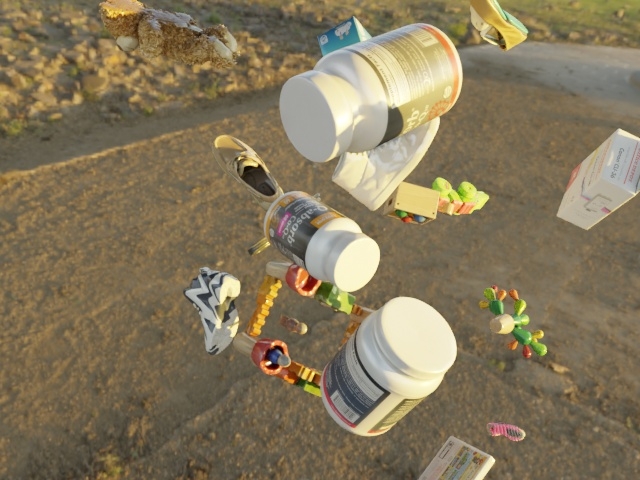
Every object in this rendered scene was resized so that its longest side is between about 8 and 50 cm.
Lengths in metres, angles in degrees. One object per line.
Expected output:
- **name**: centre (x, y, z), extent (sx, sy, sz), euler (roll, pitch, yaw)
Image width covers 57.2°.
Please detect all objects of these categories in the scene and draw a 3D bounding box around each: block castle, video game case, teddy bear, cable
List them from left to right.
- **teddy bear**: centre (-0.359, -0.482, 1.418), extent (0.337, 0.113, 0.245), euler (4, 39, -21)
- **cable**: centre (-0.114, -0.053, 1.872), extent (0.287, 0.072, 0.139), euler (-31, 3, 1)
- **block castle**: centre (0.014, 0.263, 1.600), extent (0.212, 0.303, 0.453), euler (14, -15, 47)
- **video game case**: centre (0.352, 0.660, 1.619), extent (0.227, 0.026, 0.206), euler (-48, 11, -14)

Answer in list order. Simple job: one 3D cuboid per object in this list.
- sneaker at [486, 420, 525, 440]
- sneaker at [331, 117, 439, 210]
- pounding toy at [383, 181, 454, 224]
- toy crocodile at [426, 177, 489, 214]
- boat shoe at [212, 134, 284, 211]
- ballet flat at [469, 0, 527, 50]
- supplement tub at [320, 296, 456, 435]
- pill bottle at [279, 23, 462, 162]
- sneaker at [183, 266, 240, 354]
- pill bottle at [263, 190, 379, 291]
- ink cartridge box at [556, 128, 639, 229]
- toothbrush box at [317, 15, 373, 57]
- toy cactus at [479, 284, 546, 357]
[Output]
- **sneaker**: centre (0.564, 0.568, 1.771), extent (0.057, 0.047, 0.119), euler (-4, 3, -45)
- **sneaker**: centre (0.149, -0.227, 1.462), extent (0.169, 0.293, 0.108), euler (32, 23, -14)
- **pounding toy**: centre (0.300, -0.090, 1.770), extent (0.205, 0.094, 0.181), euler (14, -10, -7)
- **toy crocodile**: centre (0.469, -0.142, 2.107), extent (0.340, 0.115, 0.105), euler (3, 49, -33)
- **boat shoe**: centre (-0.242, -0.245, 1.953), extent (0.121, 0.110, 0.341), euler (-42, 73, -10)
- **ballet flat**: centre (0.360, -0.458, 1.230), extent (0.232, 0.073, 0.080), euler (15, 46, -47)
- **supplement tub**: centre (0.132, 0.259, 1.198), extent (0.191, 0.272, 0.191), euler (17, 44, -17)
- **pill bottle**: centre (0.106, -0.304, 1.216), extent (0.362, 0.210, 0.210), euler (-30, 44, -31)
- **sneaker**: centre (-0.302, 0.178, 1.576), extent (0.153, 0.235, 0.094), euler (26, 32, 36)
- **pill bottle**: centre (0.000, 0.000, 1.384), extent (0.162, 0.162, 0.278), euler (-15, 31, -34)
- **ink cartridge box**: centre (0.509, -0.114, 1.041), extent (0.067, 0.198, 0.115), euler (26, 67, 3)
- **toothbrush box**: centre (0.125, -0.441, 1.671), extent (0.126, 0.296, 0.216), euler (-23, -19, 23)
- **toy cactus**: centre (0.472, 0.209, 1.491), extent (0.180, 0.112, 0.219), euler (1, 55, -50)
